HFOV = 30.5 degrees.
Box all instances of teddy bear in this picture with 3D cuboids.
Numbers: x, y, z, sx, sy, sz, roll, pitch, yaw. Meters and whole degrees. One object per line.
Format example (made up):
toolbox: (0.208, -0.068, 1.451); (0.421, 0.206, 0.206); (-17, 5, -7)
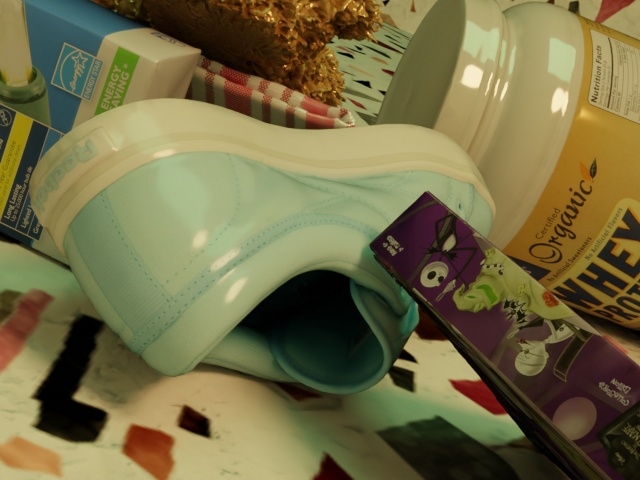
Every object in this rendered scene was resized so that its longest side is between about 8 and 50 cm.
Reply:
teddy bear: (-0.086, -0.145, 0.818); (0.245, 0.113, 0.338); (21, -19, 0)

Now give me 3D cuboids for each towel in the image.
towel: (-0.072, -0.079, 0.765); (0.197, 0.029, 0.144); (22, -24, 4)

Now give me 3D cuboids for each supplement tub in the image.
supplement tub: (0.216, -0.061, 0.977); (0.316, 0.228, 0.228); (20, 17, -12)

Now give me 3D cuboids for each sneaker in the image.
sneaker: (0.005, 0.023, 0.666); (0.366, 0.135, 0.150); (-2, 56, -51)

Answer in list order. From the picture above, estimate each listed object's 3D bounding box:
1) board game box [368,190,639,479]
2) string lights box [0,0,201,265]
board game box: (0.163, 0.124, 0.502); (0.208, 0.056, 0.347); (43, 2, -37)
string lights box: (-0.217, -0.101, 0.686); (0.260, 0.133, 0.077); (25, 18, 6)
